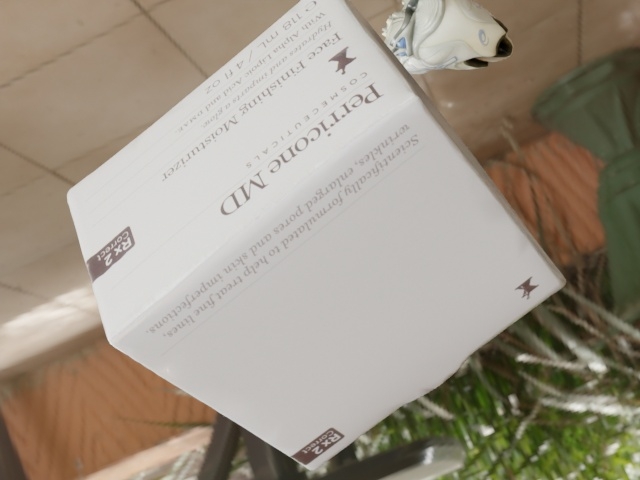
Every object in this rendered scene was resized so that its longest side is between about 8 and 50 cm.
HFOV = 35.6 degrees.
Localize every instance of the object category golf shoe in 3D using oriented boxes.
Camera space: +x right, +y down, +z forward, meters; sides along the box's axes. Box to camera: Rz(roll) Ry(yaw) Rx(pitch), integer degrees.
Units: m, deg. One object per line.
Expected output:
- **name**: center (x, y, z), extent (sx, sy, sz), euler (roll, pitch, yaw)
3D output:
- **golf shoe**: center (0.097, -0.144, 0.730), extent (0.176, 0.086, 0.069), euler (-39, 151, -76)

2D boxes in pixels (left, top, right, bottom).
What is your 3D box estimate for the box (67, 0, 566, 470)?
- **box**: center (0.000, 0.000, 0.527), extent (0.181, 0.119, 0.182), euler (-38, 135, 9)
